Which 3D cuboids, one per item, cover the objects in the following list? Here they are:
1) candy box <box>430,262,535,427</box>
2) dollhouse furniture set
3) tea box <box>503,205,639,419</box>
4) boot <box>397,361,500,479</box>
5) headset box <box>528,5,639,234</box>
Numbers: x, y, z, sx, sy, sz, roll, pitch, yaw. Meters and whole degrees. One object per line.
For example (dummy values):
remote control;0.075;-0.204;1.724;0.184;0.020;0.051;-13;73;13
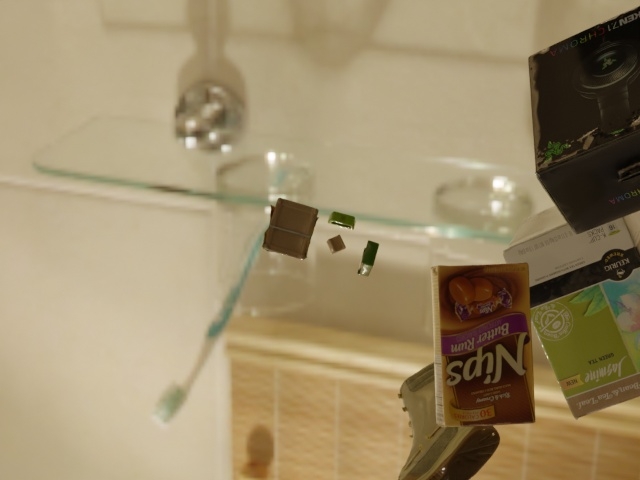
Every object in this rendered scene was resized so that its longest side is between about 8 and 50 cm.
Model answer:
candy box;0.188;0.121;1.561;0.109;0.186;0.053;-2;177;-6
dollhouse furniture set;0.000;0.000;1.771;0.152;0.076;0.058;16;166;-1
tea box;0.499;0.094;2.376;0.220;0.323;0.329;-24;-177;19
boot;0.137;0.273;1.809;0.077;0.213;0.165;26;-156;-33
headset box;0.418;-0.168;1.806;0.246;0.131;0.283;-22;-143;25
